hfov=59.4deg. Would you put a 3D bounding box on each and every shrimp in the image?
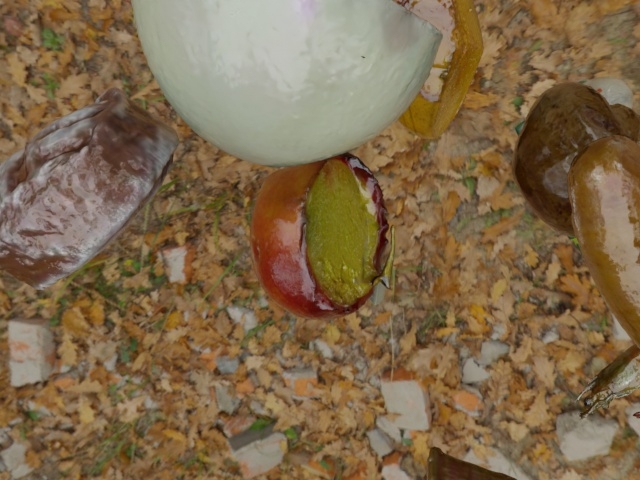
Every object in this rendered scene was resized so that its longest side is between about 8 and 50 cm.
[{"bbox_3d":[0.595,0.273,1.043,0.249,0.068,0.150,-38,66,29],"label":"shrimp"}]

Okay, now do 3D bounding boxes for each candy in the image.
[{"bbox_3d":[-0.318,-0.067,0.722,0.290,0.214,0.157,-41,125,13],"label":"candy"}]

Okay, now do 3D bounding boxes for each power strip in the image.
[{"bbox_3d":[0.139,0.100,1.607,0.046,0.270,0.118,-34,69,-12],"label":"power strip"}]

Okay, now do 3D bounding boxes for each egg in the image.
[{"bbox_3d":[-0.048,-0.177,0.583,0.337,0.337,0.200,19,108,7],"label":"egg"}]

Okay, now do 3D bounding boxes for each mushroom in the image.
[{"bbox_3d":[0.415,-0.125,0.900,0.195,0.283,0.263,-24,103,39],"label":"mushroom"}]

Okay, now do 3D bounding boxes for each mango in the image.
[{"bbox_3d":[0.194,-0.342,1.036,0.201,0.199,0.349,-20,138,-8],"label":"mango"}]

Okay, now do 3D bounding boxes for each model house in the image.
[{"bbox_3d":[0.268,0.486,0.970,0.229,0.199,0.220,27,148,-25],"label":"model house"}]

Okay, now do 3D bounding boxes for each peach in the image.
[{"bbox_3d":[-0.011,-0.012,1.374,0.310,0.335,0.405,-8,84,52],"label":"peach"}]

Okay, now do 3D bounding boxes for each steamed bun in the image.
[{"bbox_3d":[0.695,-0.336,1.456,0.177,0.228,0.130,-12,63,-12],"label":"steamed bun"}]

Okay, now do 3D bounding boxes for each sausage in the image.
[{"bbox_3d":[0.353,0.011,0.625,0.109,0.109,0.270,-25,100,17],"label":"sausage"}]

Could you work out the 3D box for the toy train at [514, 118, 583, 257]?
[{"bbox_3d":[0.587,-0.123,1.206,0.179,0.272,0.441,-30,84,39],"label":"toy train"}]
